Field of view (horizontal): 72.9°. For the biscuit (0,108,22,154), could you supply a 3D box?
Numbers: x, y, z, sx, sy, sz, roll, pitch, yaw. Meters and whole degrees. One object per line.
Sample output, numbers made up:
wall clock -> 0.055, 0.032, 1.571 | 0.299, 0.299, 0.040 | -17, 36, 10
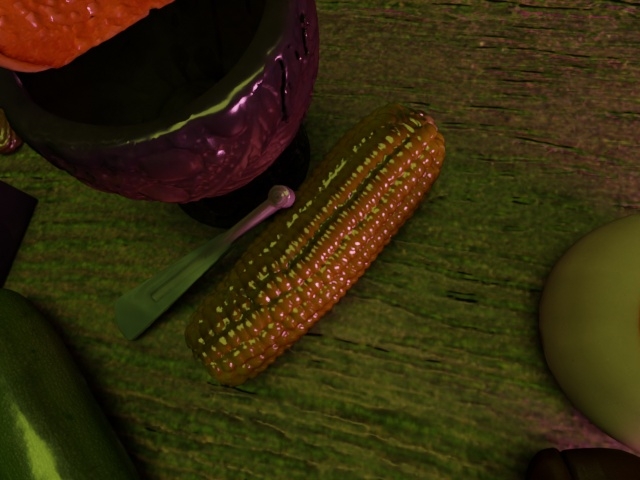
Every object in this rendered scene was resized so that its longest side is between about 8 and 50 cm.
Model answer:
biscuit -> -0.556, -0.201, 0.638 | 0.290, 0.041, 0.208 | 25, 79, 14

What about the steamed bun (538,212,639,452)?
steamed bun -> 0.327, 0.077, 0.381 | 0.232, 0.145, 0.232 | -2, 73, 7

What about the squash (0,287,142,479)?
squash -> -0.282, 0.195, 0.447 | 0.107, 0.107, 0.395 | -39, 72, -5

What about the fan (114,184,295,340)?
fan -> -0.137, 0.022, 0.468 | 0.282, 0.023, 0.057 | -37, 70, 22

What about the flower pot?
flower pot -> -0.124, -0.142, 0.444 | 0.266, 0.267, 0.266 | -2, 74, 6

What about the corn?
corn -> 0.000, 0.000, 0.465 | 0.120, 0.120, 0.363 | 41, 87, 17

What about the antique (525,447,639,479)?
antique -> 0.224, 0.286, 0.297 | 0.129, 0.223, 0.278 | -9, 39, 19

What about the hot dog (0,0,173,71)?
hot dog -> -0.145, -0.233, 0.264 | 0.256, 0.150, 0.153 | -32, 83, -3

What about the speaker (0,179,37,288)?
speaker -> -0.431, 0.032, 0.530 | 0.044, 0.082, 0.218 | 10, 73, 11
